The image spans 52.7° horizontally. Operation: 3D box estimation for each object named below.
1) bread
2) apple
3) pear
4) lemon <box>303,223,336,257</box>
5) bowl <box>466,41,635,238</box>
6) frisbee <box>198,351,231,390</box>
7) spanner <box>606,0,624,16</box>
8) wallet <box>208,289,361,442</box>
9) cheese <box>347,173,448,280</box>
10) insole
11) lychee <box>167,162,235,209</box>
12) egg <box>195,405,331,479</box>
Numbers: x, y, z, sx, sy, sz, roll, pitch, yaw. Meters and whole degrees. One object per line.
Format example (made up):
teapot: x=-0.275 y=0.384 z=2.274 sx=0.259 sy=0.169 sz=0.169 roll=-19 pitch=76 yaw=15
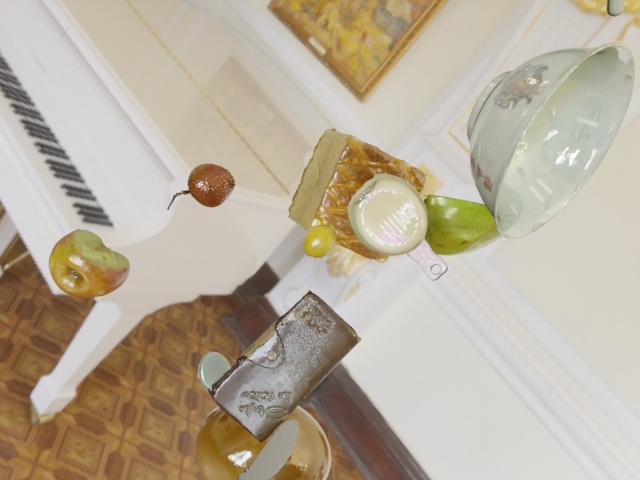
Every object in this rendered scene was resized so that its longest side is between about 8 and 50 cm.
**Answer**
bread: x=0.095 y=-0.120 z=1.740 sx=0.278 sy=0.279 sz=0.207 roll=25 pitch=5 yaw=-28
apple: x=-0.607 y=0.065 z=1.694 sx=0.195 sy=0.160 sz=0.173 roll=41 pitch=32 yaw=-6
pear: x=0.358 y=-0.030 z=1.584 sx=0.239 sy=0.139 sz=0.288 roll=2 pitch=-1 yaw=4
lemon: x=0.000 y=0.000 z=1.292 sx=0.062 sy=0.083 sz=0.062 roll=40 pitch=-14 yaw=12
bowl: x=0.439 y=-0.234 z=1.357 sx=0.196 sy=0.435 sz=0.434 roll=39 pitch=13 yaw=34
frisbee: x=-0.276 y=0.347 z=1.695 sx=0.110 sy=0.110 sz=0.014 roll=50 pitch=23 yaw=20
spanner: x=0.554 y=-0.583 z=1.184 sx=0.040 sy=0.325 sz=0.095 roll=5 pitch=24 yaw=22
wallet: x=-0.055 y=0.195 z=0.996 sx=0.122 sy=0.232 sz=0.031 roll=44 pitch=1 yaw=-10
cheese: x=0.152 y=-0.016 z=1.189 sx=0.227 sy=0.137 sz=0.064 roll=47 pitch=7 yaw=-10
insole: x=-0.089 y=0.356 z=1.030 sx=0.005 sy=0.086 sz=0.253 roll=8 pitch=14 yaw=21
lychee: x=-0.266 y=-0.126 z=1.481 sx=0.140 sy=0.101 sz=0.114 roll=6 pitch=18 yaw=6
egg: x=-0.145 y=0.542 z=1.657 sx=0.351 sy=0.283 sz=0.283 roll=21 pitch=21 yaw=-5
